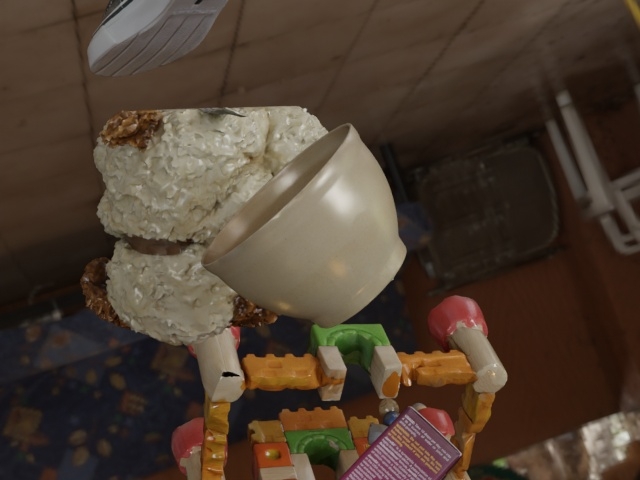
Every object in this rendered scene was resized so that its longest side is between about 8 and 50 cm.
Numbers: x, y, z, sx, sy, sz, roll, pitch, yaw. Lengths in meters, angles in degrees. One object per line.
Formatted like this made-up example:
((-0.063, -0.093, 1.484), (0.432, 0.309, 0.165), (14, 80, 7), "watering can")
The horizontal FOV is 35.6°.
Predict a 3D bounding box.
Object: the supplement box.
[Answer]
((0.038, 0.144, 0.585), (0.083, 0.043, 0.055), (-45, 163, -12), "supplement box")

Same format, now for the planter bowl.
((0.000, 0.000, 0.800), (0.162, 0.109, 0.162), (-41, -167, 12), "planter bowl")

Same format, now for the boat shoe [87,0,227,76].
((-0.183, -0.304, 1.175), (0.121, 0.119, 0.335), (-8, 166, -41), "boat shoe")

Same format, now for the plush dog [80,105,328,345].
((-0.131, -0.011, 0.947), (0.262, 0.226, 0.210), (1, -172, 20), "plush dog")

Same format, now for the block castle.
((0.019, 0.235, 1.461), (0.452, 0.303, 0.213), (0, -151, -16), "block castle")
